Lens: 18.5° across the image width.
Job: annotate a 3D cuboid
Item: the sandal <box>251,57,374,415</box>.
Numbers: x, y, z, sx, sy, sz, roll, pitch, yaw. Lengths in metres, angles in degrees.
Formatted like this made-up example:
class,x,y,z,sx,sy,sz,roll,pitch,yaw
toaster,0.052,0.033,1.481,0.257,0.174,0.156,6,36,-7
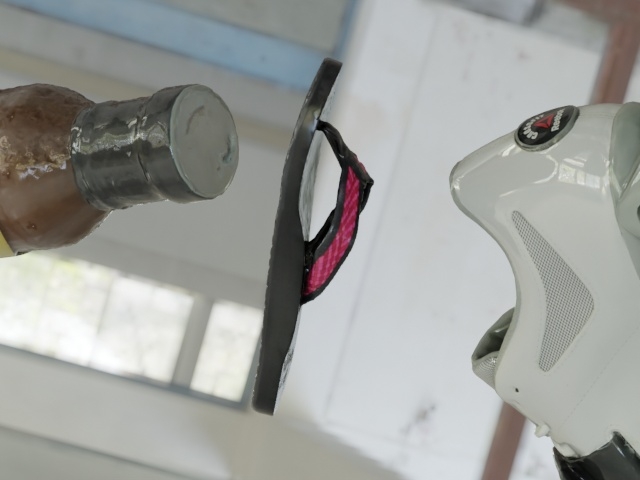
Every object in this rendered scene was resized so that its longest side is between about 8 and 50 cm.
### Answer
class,x,y,z,sx,sy,sz,roll,pitch,yaw
sandal,0.000,0.000,0.929,0.040,0.179,0.067,11,-161,7

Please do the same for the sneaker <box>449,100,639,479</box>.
class,x,y,z,sx,sy,sz,roll,pitch,yaw
sneaker,0.161,0.077,1.007,0.146,0.330,0.122,-9,-156,27

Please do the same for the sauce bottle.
class,x,y,z,sx,sy,sz,roll,pitch,yaw
sauce bottle,-0.210,-0.043,1.244,0.344,0.111,0.111,-9,167,33
